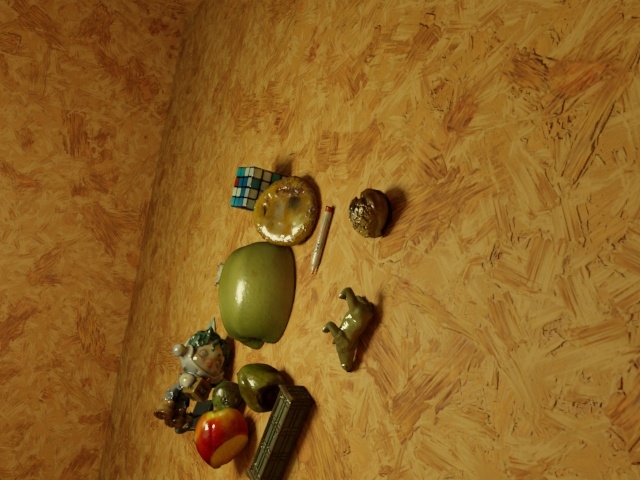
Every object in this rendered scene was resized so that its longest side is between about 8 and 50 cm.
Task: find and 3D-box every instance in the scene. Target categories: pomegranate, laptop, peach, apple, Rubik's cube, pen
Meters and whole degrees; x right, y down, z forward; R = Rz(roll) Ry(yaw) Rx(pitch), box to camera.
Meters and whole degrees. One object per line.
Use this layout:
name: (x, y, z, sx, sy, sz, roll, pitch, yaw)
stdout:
pomegranate: (-0.333, 0.562, 1.865, 0.142, 0.115, 0.114, -164, 86, -89)
laptop: (-0.499, 0.720, 2.114, 0.180, 0.016, 0.129, -27, 36, 51)
peach: (-0.334, 0.668, 1.739, 0.190, 0.190, 0.192, -27, 75, 52)
apple: (-0.219, 0.194, 1.819, 0.320, 0.312, 0.359, 59, -148, -68)
Rubik's cube: (-0.223, -0.180, 1.894, 0.151, 0.155, 0.154, 11, 89, 57)
pen: (0.000, 0.000, 1.592, 0.026, 0.026, 0.217, 21, 98, 59)

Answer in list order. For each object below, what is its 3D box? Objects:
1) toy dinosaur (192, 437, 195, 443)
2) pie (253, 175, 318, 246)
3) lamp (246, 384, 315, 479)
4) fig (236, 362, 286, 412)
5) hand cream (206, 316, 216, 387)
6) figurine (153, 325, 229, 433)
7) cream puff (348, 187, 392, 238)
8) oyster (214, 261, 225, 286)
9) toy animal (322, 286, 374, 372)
toy dinosaur: (-0.485, 0.766, 2.096, 0.162, 0.039, 0.126, -21, 51, 57)
pie: (-0.113, -0.101, 1.733, 0.274, 0.069, 0.273, -8, 74, 31)
lamp: (-0.122, 0.587, 1.520, 0.089, 0.090, 0.325, 39, 113, 55)
fig: (-0.189, 0.459, 1.622, 0.166, 0.154, 0.144, 38, 71, 21)
hand cream: (-0.458, 0.476, 2.153, 0.109, 0.067, 0.320, -57, 29, 31)
figurine: (-0.467, 0.498, 1.919, 0.186, 0.261, 0.381, -9, 37, 31)
cream puff: (0.126, -0.072, 1.349, 0.119, 0.104, 0.132, 15, 94, 52)
oyster: (-0.433, 0.139, 2.222, 0.121, 0.045, 0.146, 54, 132, 47)
toy animal: (0.077, 0.235, 1.342, 0.101, 0.103, 0.218, 34, 106, 32)
